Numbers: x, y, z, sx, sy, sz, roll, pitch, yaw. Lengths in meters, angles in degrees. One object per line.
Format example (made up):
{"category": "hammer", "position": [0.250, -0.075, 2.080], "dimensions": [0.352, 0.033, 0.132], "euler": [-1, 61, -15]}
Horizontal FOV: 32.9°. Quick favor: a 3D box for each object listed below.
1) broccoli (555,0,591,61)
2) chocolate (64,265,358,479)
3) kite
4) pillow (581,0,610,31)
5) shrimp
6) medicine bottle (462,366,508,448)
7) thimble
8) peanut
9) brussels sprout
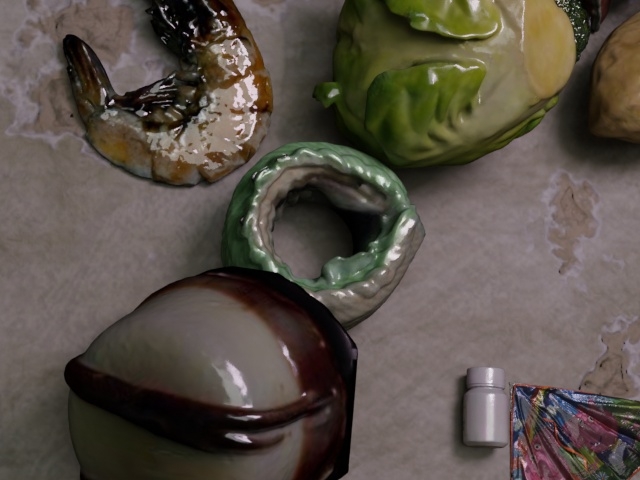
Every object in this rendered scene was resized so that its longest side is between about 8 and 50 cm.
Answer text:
{"category": "broccoli", "position": [0.264, -0.270, 1.339], "dimensions": [0.138, 0.146, 0.162], "euler": [0, 89, 21]}
{"category": "chocolate", "position": [-0.116, 0.175, 1.062], "dimensions": [0.284, 0.186, 0.283], "euler": [3, 101, 17]}
{"category": "kite", "position": [0.296, 0.257, 1.265], "dimensions": [0.321, 0.016, 0.234], "euler": [-39, 86, -17]}
{"category": "pillow", "position": [0.335, -0.370, 1.353], "dimensions": [0.075, 0.171, 0.179], "euler": [-9, 79, 12]}
{"category": "shrimp", "position": [-0.201, -0.232, 1.273], "dimensions": [0.233, 0.071, 0.365], "euler": [-29, 88, -11]}
{"category": "medicine bottle", "position": [0.189, 0.192, 1.242], "dimensions": [0.052, 0.052, 0.089], "euler": [5, 75, -9]}
{"category": "thimble", "position": [0.000, 0.000, 1.205], "dimensions": [0.219, 0.150, 0.219], "euler": [2, 75, -9]}
{"category": "peanut", "position": [0.478, -0.241, 1.334], "dimensions": [0.387, 0.192, 0.169], "euler": [-36, 100, -18]}
{"category": "brussels sprout", "position": [0.127, -0.210, 1.218], "dimensions": [0.294, 0.227, 0.259], "euler": [0, 90, 32]}
